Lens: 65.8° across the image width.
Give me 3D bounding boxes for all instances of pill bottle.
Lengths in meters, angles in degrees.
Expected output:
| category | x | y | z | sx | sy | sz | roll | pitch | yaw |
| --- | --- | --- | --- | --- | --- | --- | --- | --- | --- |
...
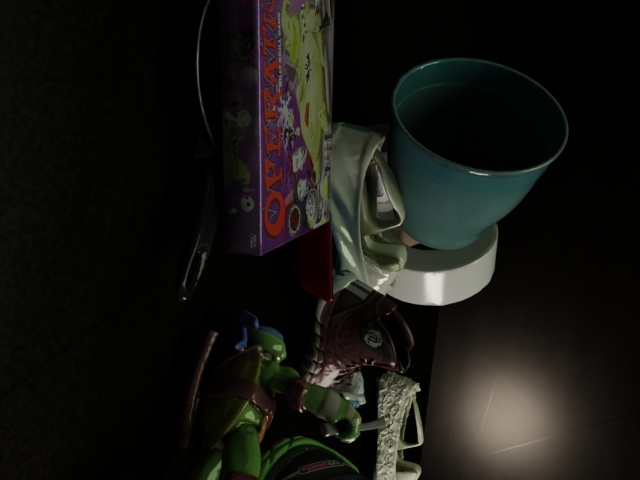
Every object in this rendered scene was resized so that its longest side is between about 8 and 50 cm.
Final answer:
| category | x | y | z | sx | sy | sz | roll | pitch | yaw |
| --- | --- | --- | --- | --- | --- | --- | --- | --- | --- |
| pill bottle | 0.119 | -0.139 | 0.996 | 0.169 | 0.094 | 0.094 | 73 | 31 | -47 |

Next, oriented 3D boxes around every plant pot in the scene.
| category | x | y | z | sx | sy | sz | roll | pitch | yaw |
| --- | --- | --- | --- | --- | --- | --- | --- | --- | --- |
| plant pot | 0.236 | -0.128 | 0.861 | 0.255 | 0.272 | 0.271 | 95 | 14 | -54 |

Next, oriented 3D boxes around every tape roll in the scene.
| category | x | y | z | sx | sy | sz | roll | pitch | yaw |
| --- | --- | --- | --- | --- | --- | --- | --- | --- | --- |
| tape roll | 0.242 | 0.010 | 1.100 | 0.286 | 0.286 | 0.100 | -61 | 150 | -44 |

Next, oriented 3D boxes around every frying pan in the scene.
| category | x | y | z | sx | sy | sz | roll | pitch | yaw |
| --- | --- | --- | --- | --- | --- | --- | --- | --- | --- |
| frying pan | -0.090 | -0.109 | 0.526 | 0.197 | 0.053 | 0.326 | 1 | 96 | -70 |

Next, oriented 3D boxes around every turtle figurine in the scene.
| category | x | y | z | sx | sy | sz | roll | pitch | yaw |
| --- | --- | --- | --- | --- | --- | --- | --- | --- | --- |
| turtle figurine | -0.054 | 0.239 | 0.521 | 0.266 | 0.198 | 0.274 | -63 | 149 | -51 |

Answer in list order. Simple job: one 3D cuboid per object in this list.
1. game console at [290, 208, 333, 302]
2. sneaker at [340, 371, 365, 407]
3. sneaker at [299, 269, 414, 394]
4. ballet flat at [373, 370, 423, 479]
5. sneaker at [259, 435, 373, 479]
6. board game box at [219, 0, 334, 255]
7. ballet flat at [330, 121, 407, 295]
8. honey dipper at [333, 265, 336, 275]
| category | x | y | z | sx | sy | sz | roll | pitch | yaw |
| --- | --- | --- | --- | --- | --- | --- | --- | --- | --- |
| game console | 0.000 | 0.000 | 0.744 | 0.124 | 0.085 | 0.144 | -41 | 135 | -60 |
| sneaker | 0.052 | 0.296 | 1.012 | 0.190 | 0.071 | 0.083 | 46 | 47 | -74 |
| sneaker | 0.061 | 0.199 | 0.803 | 0.106 | 0.162 | 0.281 | -28 | 135 | -48 |
| ballet flat | 0.207 | 0.565 | 1.332 | 0.147 | 0.147 | 0.409 | 28 | 64 | -68 |
| sneaker | -0.062 | 0.447 | 0.550 | 0.483 | 0.202 | 0.185 | -58 | 147 | -42 |
| board game box | -0.038 | -0.174 | 0.530 | 0.208 | 0.056 | 0.346 | -27 | 121 | -63 |
| ballet flat | 0.082 | -0.008 | 0.846 | 0.139 | 0.139 | 0.400 | -56 | 141 | -50 |
| honey dipper | 0.035 | 0.076 | 0.941 | 0.160 | 0.030 | 0.030 | 63 | 39 | -49 |
